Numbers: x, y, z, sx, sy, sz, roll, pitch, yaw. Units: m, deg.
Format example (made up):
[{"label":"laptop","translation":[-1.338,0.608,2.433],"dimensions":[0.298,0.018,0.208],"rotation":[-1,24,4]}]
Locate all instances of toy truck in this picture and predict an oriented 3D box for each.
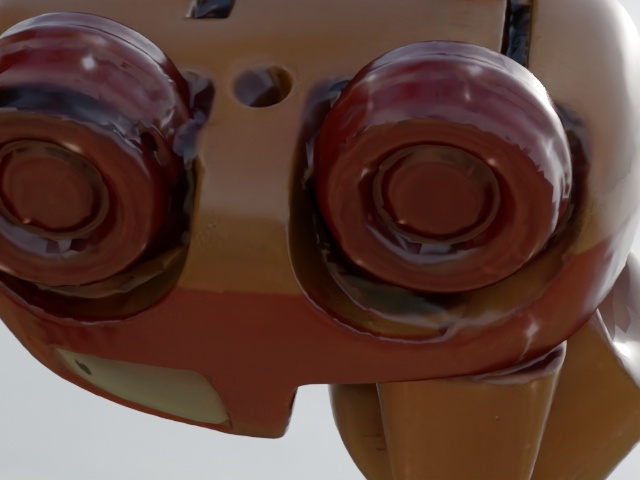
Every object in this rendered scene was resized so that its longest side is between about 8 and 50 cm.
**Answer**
[{"label":"toy truck","translation":[0.000,0.000,0.629],"dimensions":[0.264,0.189,0.239],"rotation":[4,-51,8]}]
